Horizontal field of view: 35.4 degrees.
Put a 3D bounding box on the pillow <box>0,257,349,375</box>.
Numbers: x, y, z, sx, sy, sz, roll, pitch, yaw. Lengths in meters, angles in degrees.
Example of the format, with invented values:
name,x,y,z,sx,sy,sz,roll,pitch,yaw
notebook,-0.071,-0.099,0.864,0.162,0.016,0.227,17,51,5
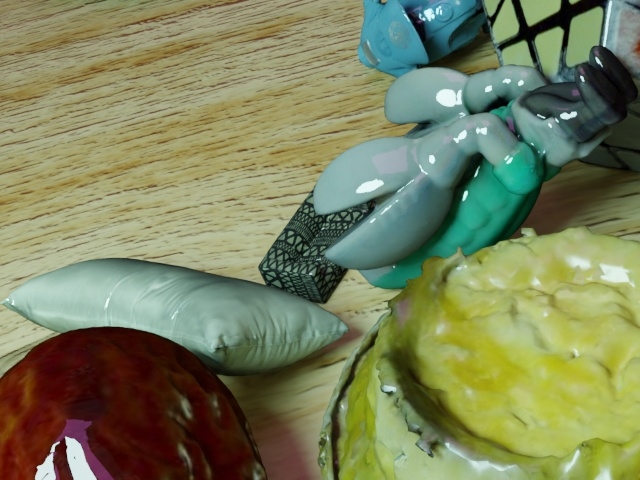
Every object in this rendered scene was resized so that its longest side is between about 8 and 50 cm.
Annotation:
name,x,y,z,sx,sy,sz,roll,pitch,yaw
pillow,-0.121,0.060,0.800,0.254,0.078,0.144,9,3,36

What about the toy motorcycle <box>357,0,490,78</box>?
name,x,y,z,sx,sy,sz,roll,pitch,yaw
toy motorcycle,0.149,-0.245,1.025,0.272,0.123,0.182,-26,7,18

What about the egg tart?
name,x,y,z,sx,sy,sz,roll,pitch,yaw
egg tart,0.150,0.100,0.632,0.345,0.132,0.345,-10,39,8

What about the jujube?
name,x,y,z,sx,sy,sz,roll,pitch,yaw
jujube,-0.112,0.171,0.628,0.190,0.190,0.255,-36,55,-19

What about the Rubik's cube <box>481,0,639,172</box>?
name,x,y,z,sx,sy,sz,roll,pitch,yaw
Rubik's cube,0.290,-0.203,0.820,0.319,0.319,0.264,-36,67,-20

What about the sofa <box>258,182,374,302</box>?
name,x,y,z,sx,sy,sz,roll,pitch,yaw
sofa,0.000,0.000,0.885,0.060,0.039,0.118,8,46,30

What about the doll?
name,x,y,z,sx,sy,sz,roll,pitch,yaw
doll,0.108,-0.069,0.774,0.258,0.153,0.195,-39,2,15
